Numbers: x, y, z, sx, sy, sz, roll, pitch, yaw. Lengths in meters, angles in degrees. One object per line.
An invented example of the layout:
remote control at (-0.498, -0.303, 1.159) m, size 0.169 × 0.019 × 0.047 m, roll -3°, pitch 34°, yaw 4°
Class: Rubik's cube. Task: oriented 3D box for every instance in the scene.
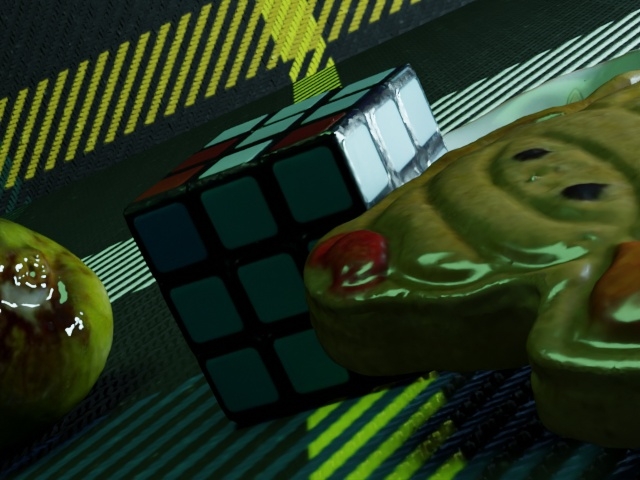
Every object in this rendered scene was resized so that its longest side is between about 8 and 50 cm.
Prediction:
Rubik's cube at (0.000, 0.000, 0.832) m, size 0.162 × 0.161 × 0.163 m, roll -18°, pitch 15°, yaw 28°

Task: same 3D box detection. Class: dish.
dish at (0.178, -0.066, 0.953) m, size 0.229 × 0.081 × 0.229 m, roll -25°, pitch 10°, yaw 5°

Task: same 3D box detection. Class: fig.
fig at (-0.263, 0.082, 0.986) m, size 0.191 × 0.181 × 0.181 m, roll -44°, pitch 8°, yaw 18°

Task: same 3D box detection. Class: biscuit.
biscuit at (0.178, -0.015, 0.647) m, size 0.381 × 0.074 × 0.359 m, roll -13°, pitch 19°, yaw -4°
